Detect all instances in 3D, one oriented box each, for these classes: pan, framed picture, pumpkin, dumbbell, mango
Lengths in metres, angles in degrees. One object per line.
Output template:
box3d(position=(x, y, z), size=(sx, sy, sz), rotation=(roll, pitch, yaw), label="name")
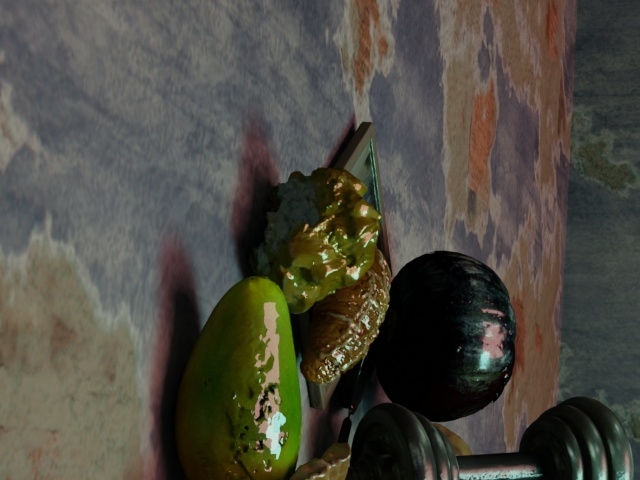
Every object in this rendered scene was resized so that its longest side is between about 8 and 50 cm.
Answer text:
box3d(position=(0.039, 0.189, 1.705), size=(0.136, 0.028, 0.235), rotation=(92, 15, -55), label="pan")
box3d(position=(0.028, 0.025, 1.699), size=(0.315, 0.024, 0.232), rotation=(-61, 147, -54), label="framed picture")
box3d(position=(0.159, 0.128, 1.823), size=(0.233, 0.163, 0.233), rotation=(-171, -90, -73), label="pumpkin")
box3d(position=(0.209, 0.283, 1.706), size=(0.179, 0.406, 0.179), rotation=(-2, -92, 64), label="dumbbell")
box3d(position=(-0.073, 0.145, 1.261), size=(0.125, 0.111, 0.233), rotation=(-49, 144, -73), label="mango")

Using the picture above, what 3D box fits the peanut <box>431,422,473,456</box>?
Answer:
box3d(position=(0.165, 0.347, 1.987), size=(0.129, 0.129, 0.224), rotation=(-67, 143, -48), label="peanut")

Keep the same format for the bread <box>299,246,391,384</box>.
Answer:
box3d(position=(0.038, 0.071, 1.593), size=(0.233, 0.076, 0.105), rotation=(-70, 156, -44), label="bread")

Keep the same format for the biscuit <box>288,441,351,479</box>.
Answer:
box3d(position=(-0.039, 0.274, 1.242), size=(0.224, 0.033, 0.144), rotation=(-24, 133, -59), label="biscuit")

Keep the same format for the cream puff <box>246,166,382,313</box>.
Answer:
box3d(position=(0.001, -0.001, 1.438), size=(0.121, 0.156, 0.156), rotation=(44, 41, -24), label="cream puff")
